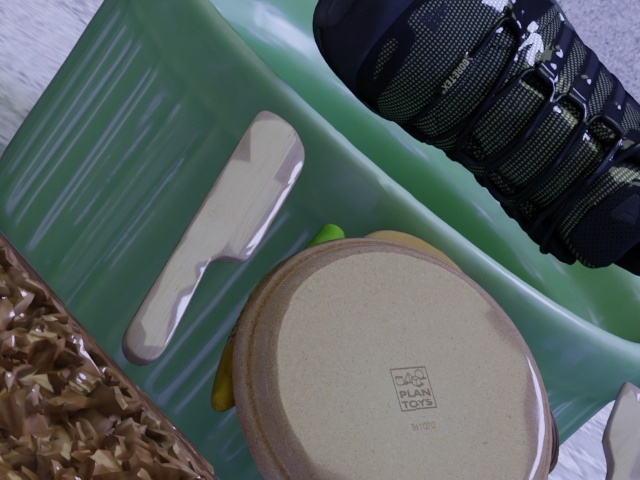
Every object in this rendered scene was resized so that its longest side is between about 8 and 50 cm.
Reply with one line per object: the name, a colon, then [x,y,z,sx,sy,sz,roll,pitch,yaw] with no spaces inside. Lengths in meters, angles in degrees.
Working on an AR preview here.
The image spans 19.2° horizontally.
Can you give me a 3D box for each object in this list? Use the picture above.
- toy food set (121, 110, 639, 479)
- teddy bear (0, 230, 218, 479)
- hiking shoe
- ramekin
toy food set: [0.025,0.055,0.653,0.192,0.038,0.132,37,52,-7]
teddy bear: [-0.120,0.043,0.518,0.338,0.113,0.245,47,-4,12]
hiking shoe: [0.091,-0.048,0.754,0.227,0.086,0.114,26,18,-47]
ramekin: [0.000,0.000,0.854,0.303,0.148,0.303,38,15,-12]
